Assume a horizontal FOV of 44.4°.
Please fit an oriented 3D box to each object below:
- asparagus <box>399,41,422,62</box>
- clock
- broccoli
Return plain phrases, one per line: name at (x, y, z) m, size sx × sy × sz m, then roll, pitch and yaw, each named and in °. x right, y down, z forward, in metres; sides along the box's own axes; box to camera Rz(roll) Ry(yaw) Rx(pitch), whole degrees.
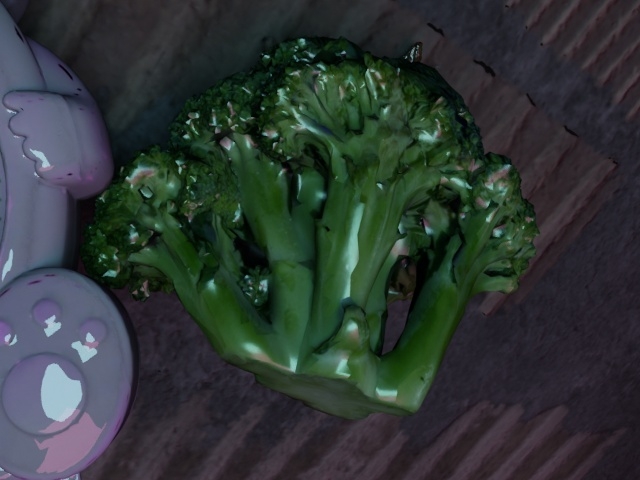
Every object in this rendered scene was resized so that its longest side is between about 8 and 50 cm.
asparagus at (0.050, -0.052, 0.644) m, size 0.023 × 0.022 × 0.232 m, roll 14°, pitch 122°, yaw 6°
clock at (-0.253, -0.022, 0.386) m, size 0.296 × 0.113 × 0.322 m, roll -10°, pitch 84°, yaw -12°
broccoli at (0.000, 0.000, 0.529) m, size 0.295 × 0.245 × 0.265 m, roll 5°, pitch 141°, yaw 4°
